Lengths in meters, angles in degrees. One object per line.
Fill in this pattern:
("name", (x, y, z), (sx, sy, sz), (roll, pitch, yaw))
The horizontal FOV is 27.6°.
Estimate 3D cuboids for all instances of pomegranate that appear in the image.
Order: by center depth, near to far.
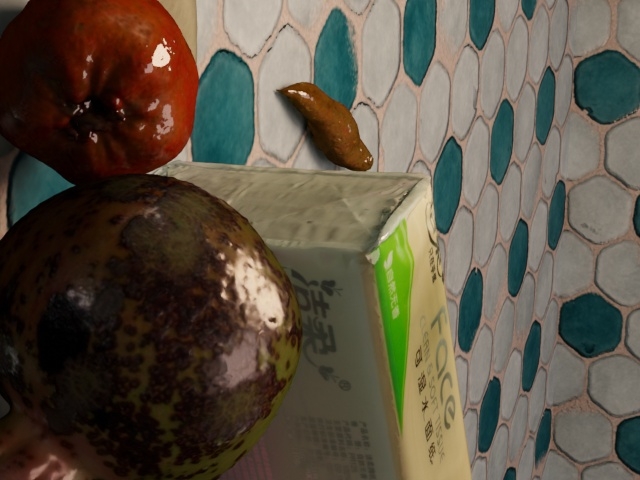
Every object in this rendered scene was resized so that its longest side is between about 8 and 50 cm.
("pomegranate", (-0.181, 0.113, 1.050), (0.340, 0.285, 0.285), (-48, 144, -22))

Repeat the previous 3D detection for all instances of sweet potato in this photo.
("sweet potato", (0.014, -0.153, 1.756), (0.274, 0.067, 0.067), (42, 59, -57))

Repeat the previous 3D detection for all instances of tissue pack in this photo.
("tissue pack", (-0.027, 0.132, 1.375), (0.205, 0.332, 0.404), (-47, 134, -52))

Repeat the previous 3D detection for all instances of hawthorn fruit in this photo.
("hawthorn fruit", (-0.189, -0.147, 1.143), (0.202, 0.185, 0.185), (-84, 171, -61))

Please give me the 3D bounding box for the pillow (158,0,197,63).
("pillow", (-0.169, -0.197, 1.291), (0.134, 0.078, 0.181), (-15, 109, -68))
